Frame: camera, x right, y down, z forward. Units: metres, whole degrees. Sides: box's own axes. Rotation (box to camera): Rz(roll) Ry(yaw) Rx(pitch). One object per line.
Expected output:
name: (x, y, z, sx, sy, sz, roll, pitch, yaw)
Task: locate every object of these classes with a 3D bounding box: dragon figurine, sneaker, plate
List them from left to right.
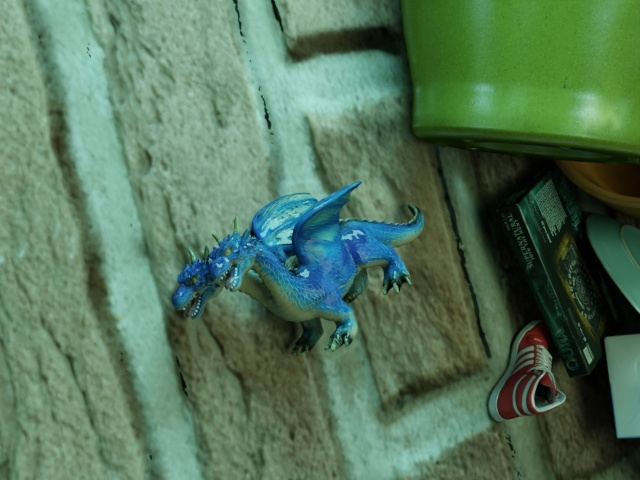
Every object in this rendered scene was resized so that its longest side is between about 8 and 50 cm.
dragon figurine: (0.000, 0.000, 1.386, 0.289, 0.085, 0.144, -42, 110, -36)
sneaker: (0.212, 0.124, 1.560, 0.042, 0.067, 0.118, 46, 55, -25)
plate: (0.341, 0.040, 1.645, 0.188, 0.024, 0.188, 38, 23, -20)

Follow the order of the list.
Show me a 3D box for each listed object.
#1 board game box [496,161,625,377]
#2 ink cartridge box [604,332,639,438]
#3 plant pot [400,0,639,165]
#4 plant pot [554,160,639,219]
board game box: (0.242, 0.027, 1.611, 0.126, 0.026, 0.186, -40, 109, -55)
ink cartridge box: (0.354, 0.143, 1.665, 0.180, 0.060, 0.104, 1, 81, -61)
plant pot: (0.216, -0.253, 1.477, 0.366, 0.366, 0.353, 6, 90, -40)
plant pot: (0.397, -0.131, 1.639, 0.203, 0.291, 0.291, 32, 62, -47)
